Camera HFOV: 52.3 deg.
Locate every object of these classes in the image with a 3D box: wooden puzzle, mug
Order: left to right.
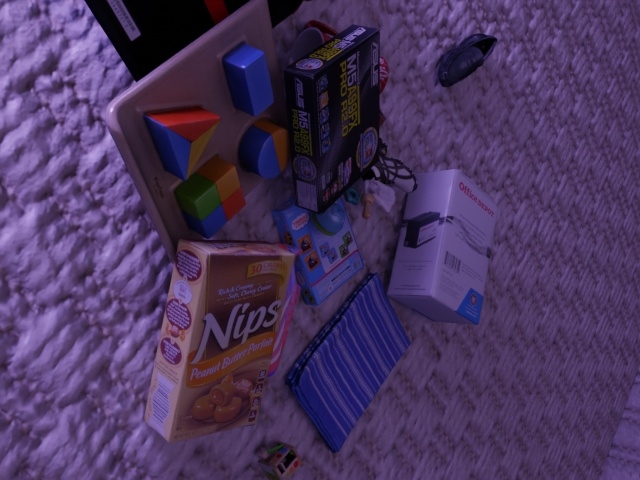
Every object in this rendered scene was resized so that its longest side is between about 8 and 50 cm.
[{"bbox_3d":[-0.147,-0.163,1.022,0.347,0.081,0.322,-51,151,-28],"label":"wooden puzzle"},{"bbox_3d":[0.041,-0.349,1.253,0.169,0.113,0.150,5,87,-37],"label":"mug"}]

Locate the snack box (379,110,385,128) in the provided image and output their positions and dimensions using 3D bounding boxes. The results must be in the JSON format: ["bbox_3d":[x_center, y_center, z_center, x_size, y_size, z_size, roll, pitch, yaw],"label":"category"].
[{"bbox_3d":[0.076,-0.298,1.375,0.178,0.022,0.064,50,62,-35],"label":"snack box"}]

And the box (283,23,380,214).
[{"bbox_3d":[0.029,-0.213,1.153,0.216,0.060,0.269,-44,143,-40],"label":"box"}]

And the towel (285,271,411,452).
[{"bbox_3d":[0.075,0.261,1.410,0.336,0.040,0.243,-49,126,-32],"label":"towel"}]

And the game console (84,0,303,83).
[{"bbox_3d":[-0.185,-0.417,0.928,0.342,0.060,0.386,-39,146,-11],"label":"game console"}]

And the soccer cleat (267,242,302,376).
[{"bbox_3d":[-0.078,0.127,1.205,0.095,0.083,0.247,1,88,-27],"label":"soccer cleat"}]

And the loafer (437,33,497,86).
[{"bbox_3d":[0.365,-0.452,1.618,0.223,0.078,0.076,-46,123,-33],"label":"loafer"}]

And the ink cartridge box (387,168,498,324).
[{"bbox_3d":[0.293,0.019,1.534,0.223,0.129,0.307,30,67,-43],"label":"ink cartridge box"}]

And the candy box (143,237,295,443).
[{"bbox_3d":[-0.165,0.158,1.074,0.183,0.088,0.316,2,106,-47],"label":"candy box"}]

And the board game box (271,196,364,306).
[{"bbox_3d":[0.000,0.000,1.310,0.160,0.039,0.211,-37,119,-37],"label":"board game box"}]

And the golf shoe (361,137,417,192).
[{"bbox_3d":[0.131,-0.147,1.418,0.198,0.077,0.093,38,78,-33],"label":"golf shoe"}]

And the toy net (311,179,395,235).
[{"bbox_3d":[0.062,-0.088,1.317,0.232,0.045,0.122,-17,75,-48],"label":"toy net"}]

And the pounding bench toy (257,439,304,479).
[{"bbox_3d":[-0.079,0.415,1.254,0.065,0.052,0.083,-44,122,-35],"label":"pounding bench toy"}]
